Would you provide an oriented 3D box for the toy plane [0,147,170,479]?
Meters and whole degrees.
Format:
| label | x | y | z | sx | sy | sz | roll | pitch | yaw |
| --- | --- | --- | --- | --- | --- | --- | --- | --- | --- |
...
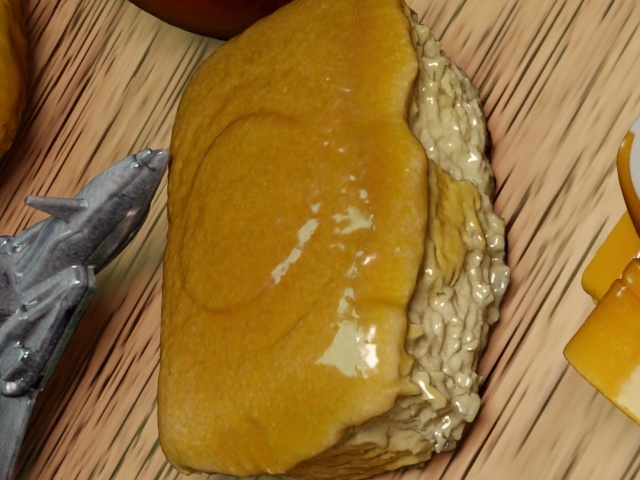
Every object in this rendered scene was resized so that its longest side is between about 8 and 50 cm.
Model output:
| label | x | y | z | sx | sy | sz | roll | pitch | yaw |
| --- | --- | --- | --- | --- | --- | --- | --- | --- | --- |
| toy plane | -0.166 | 0.029 | 0.966 | 0.267 | 0.088 | 0.212 | -50 | 44 | 42 |

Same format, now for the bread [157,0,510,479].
| label | x | y | z | sx | sy | sz | roll | pitch | yaw |
| --- | --- | --- | --- | --- | --- | --- | --- | --- | --- |
| bread | 0.000 | 0.000 | 0.869 | 0.174 | 0.121 | 0.245 | -16 | 62 | 35 |

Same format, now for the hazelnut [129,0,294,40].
| label | x | y | z | sx | sy | sz | roll | pitch | yaw |
| --- | --- | --- | --- | --- | --- | --- | --- | --- | --- |
| hazelnut | -0.071 | -0.217 | 0.976 | 0.208 | 0.208 | 0.208 | -19 | 59 | 35 |

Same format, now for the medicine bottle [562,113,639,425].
| label | x | y | z | sx | sy | sz | roll | pitch | yaw |
| --- | --- | --- | --- | --- | --- | --- | --- | --- | --- |
| medicine bottle | 0.201 | -0.013 | 0.699 | 0.222 | 0.112 | 0.149 | -54 | 45 | 8 |

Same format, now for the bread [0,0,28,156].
| label | x | y | z | sx | sy | sz | roll | pitch | yaw |
| --- | --- | --- | --- | --- | --- | --- | --- | --- | --- |
| bread | -0.358 | -0.065 | 1.134 | 0.394 | 0.250 | 0.361 | -30 | 47 | 23 |
